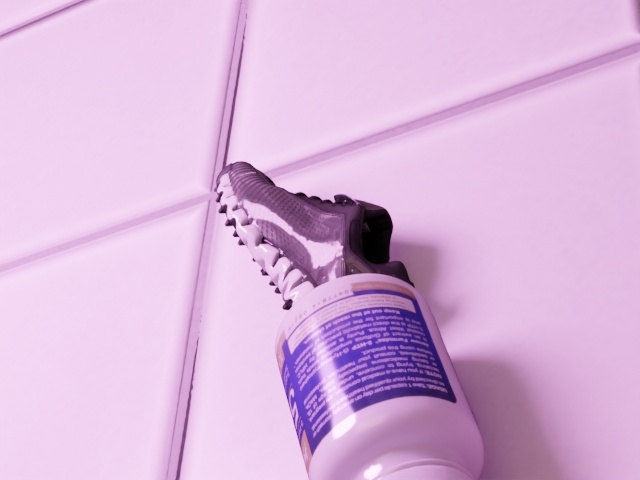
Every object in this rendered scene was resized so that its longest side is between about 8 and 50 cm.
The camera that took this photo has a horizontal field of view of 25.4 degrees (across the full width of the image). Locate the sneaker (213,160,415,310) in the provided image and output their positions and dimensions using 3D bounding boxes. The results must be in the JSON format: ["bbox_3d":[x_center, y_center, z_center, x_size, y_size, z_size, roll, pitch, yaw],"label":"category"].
[{"bbox_3d":[0.000,0.000,1.075,0.106,0.078,0.234,-35,43,-1],"label":"sneaker"}]

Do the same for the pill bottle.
[{"bbox_3d":[0.041,0.119,0.896,0.112,0.112,0.186,-30,39,10],"label":"pill bottle"}]
